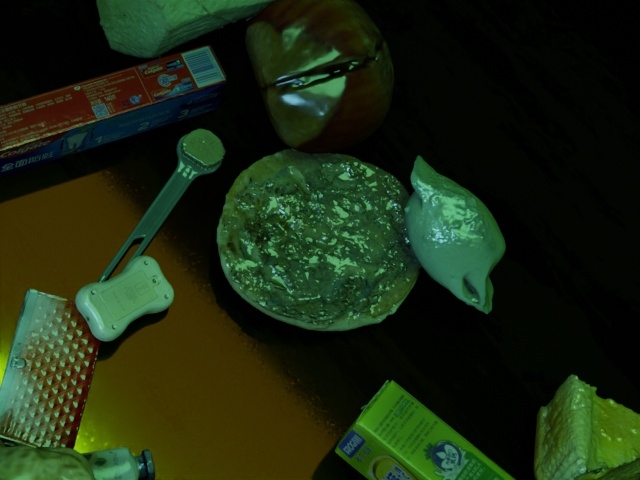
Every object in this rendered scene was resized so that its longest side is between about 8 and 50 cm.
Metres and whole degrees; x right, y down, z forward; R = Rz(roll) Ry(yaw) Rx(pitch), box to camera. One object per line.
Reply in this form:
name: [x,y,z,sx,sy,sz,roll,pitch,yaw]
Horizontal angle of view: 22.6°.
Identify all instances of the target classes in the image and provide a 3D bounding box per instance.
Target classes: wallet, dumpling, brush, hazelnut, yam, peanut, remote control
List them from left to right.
peanut: [-0.373,0.263,1.741,0.253,0.122,0.137,15,68,2]
wallet: [-0.320,0.157,1.886,0.103,0.020,0.196,18,59,-13]
remote control: [-0.236,0.070,1.934,0.122,0.032,0.074,-30,90,-38]
brush: [-0.201,-0.038,2.013,0.062,0.027,0.266,33,60,-3]
yam: [-0.167,-0.361,2.092,0.271,0.202,0.201,-36,38,-28]
hazelnut: [0.007,-0.222,2.075,0.181,0.181,0.212,-18,93,-3]
dumpling: [0.182,-0.015,2.039,0.153,0.108,0.219,-37,107,-49]

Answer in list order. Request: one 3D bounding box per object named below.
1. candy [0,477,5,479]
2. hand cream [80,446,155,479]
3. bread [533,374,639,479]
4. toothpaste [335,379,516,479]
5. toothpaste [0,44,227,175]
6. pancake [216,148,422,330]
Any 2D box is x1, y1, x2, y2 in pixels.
candy: [-0.380,0.361,1.657,0.255,0.255,0.094,24,21,-4]
hand cream: [-0.306,0.277,1.822,0.234,0.050,0.080,-10,72,-14]
bread: [0.349,0.272,1.942,0.160,0.140,0.169,20,42,-9]
toothpaste: [0.172,0.308,1.905,0.327,0.110,0.077,39,63,5]
toothpaste: [-0.275,-0.164,2.026,0.320,0.076,0.066,-19,71,-24]
pancake: [0.001,-0.001,2.042,0.283,0.049,0.282,7,62,-14]
